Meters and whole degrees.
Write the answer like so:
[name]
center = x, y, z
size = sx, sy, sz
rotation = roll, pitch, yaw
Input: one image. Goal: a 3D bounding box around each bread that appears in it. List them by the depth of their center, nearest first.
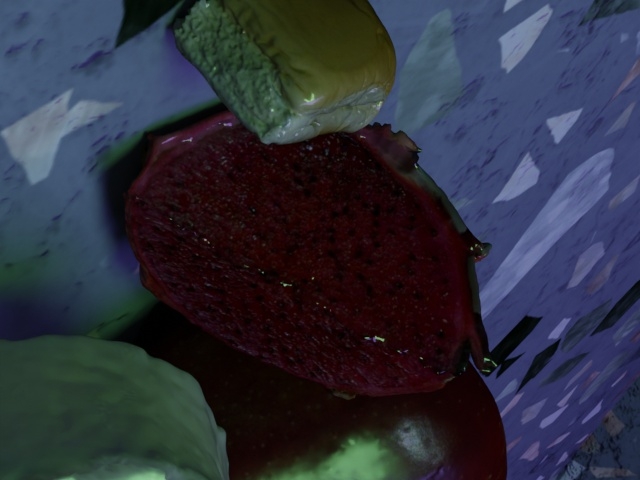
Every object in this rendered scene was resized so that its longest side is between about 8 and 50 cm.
[bread]
center = -0.012, -0.117, 0.857
size = 0.125, 0.106, 0.082
rotation = -14, 144, -53

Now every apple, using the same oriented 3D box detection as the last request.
[apple]
center = -0.015, 0.159, 1.105
size = 0.317, 0.288, 0.288
rotation = -21, 150, -20

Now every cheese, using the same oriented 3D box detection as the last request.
[cheese]
center = -0.198, 0.218, 0.871
size = 0.332, 0.153, 0.292
rotation = -19, 122, 0

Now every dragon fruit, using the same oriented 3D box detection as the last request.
[dragon fruit]
center = -0.002, 0.000, 0.975
size = 0.161, 0.274, 0.126
rotation = -65, -172, -29
